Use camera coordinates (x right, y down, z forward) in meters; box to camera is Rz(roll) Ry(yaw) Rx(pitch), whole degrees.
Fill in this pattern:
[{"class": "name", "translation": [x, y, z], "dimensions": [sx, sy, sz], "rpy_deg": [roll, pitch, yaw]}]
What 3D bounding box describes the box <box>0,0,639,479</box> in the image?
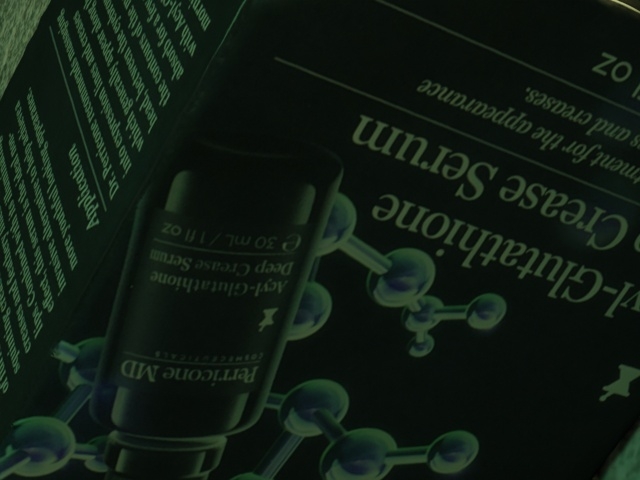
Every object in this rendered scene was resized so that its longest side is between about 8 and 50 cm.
[{"class": "box", "translation": [0.000, 0.000, 0.768], "dimensions": [0.395, 0.294, 0.212], "rpy_deg": [-58, 32, 23]}]
